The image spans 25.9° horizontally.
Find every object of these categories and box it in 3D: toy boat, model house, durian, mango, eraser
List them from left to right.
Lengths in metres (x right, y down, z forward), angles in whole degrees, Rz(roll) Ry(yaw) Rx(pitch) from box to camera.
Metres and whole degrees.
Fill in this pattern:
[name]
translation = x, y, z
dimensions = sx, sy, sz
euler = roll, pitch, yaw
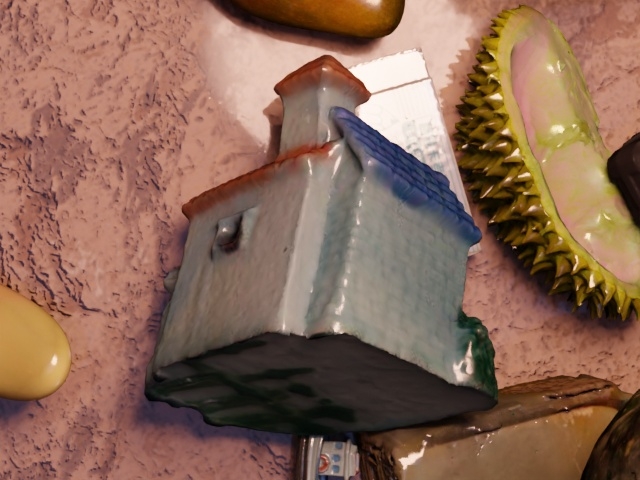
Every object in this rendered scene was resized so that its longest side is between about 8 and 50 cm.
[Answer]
[mango]
translation = -0.036, -0.286, 1.417
dimensions = 0.267, 0.111, 0.133
euler = 31, 72, -3
[model house]
translation = 0.000, 0.000, 1.365
dimensions = 0.251, 0.294, 0.329
euler = 22, 61, -37
[toy boat]
translation = 0.007, 0.240, 1.446
dimensions = 0.066, 0.059, 0.140
euler = 1, 88, 9
[eraser]
translation = 0.091, -0.081, 1.458
dimensions = 0.095, 0.052, 0.225
euler = -16, 91, -3
[durian]
translation = 0.241, -0.073, 1.424
dimensions = 0.169, 0.158, 0.352
euler = -24, 88, -10

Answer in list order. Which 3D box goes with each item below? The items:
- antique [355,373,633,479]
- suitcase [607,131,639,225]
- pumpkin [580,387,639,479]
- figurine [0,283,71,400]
[antique]
translation = 0.194, 0.222, 1.437
dimensions = 0.284, 0.150, 0.125
euler = -12, 95, -13
[suitcase]
translation = 0.451, -0.067, 1.444
dimensions = 0.285, 0.066, 0.206
euler = -30, 93, -22
[pumpkin]
translation = 0.431, 0.308, 1.242
dimensions = 0.344, 0.454, 0.455
euler = -24, 92, -19
[figurine]
translation = -0.393, 0.066, 1.333
dimensions = 0.324, 0.222, 0.124
euler = 24, 86, -4
